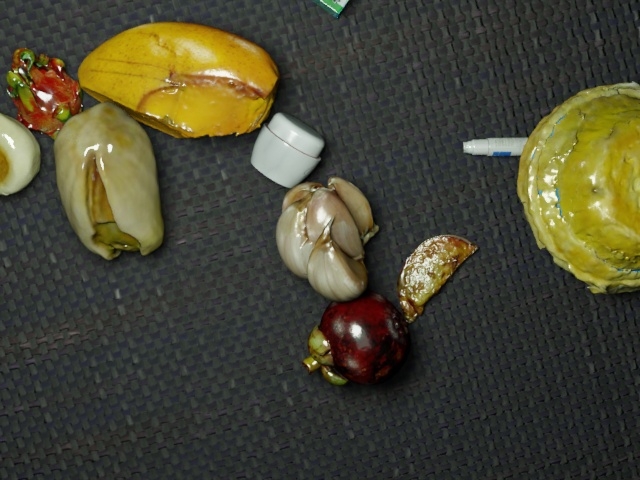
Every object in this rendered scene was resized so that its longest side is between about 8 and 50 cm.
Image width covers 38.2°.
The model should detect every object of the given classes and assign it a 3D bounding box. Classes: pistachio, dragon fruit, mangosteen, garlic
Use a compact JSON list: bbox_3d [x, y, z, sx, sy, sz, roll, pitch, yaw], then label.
[{"bbox_3d":[-0.355,-0.100,1.570,0.166,0.197,0.288,0,128,6],"label":"pistachio"},{"bbox_3d":[-0.492,-0.257,1.601,0.138,0.175,0.142,-45,65,-7],"label":"dragon fruit"},{"bbox_3d":[0.059,0.179,1.625,0.200,0.200,0.199,0,96,-2],"label":"mangosteen"},{"bbox_3d":[0.000,0.000,1.583,0.160,0.214,0.191,-10,139,31],"label":"garlic"}]

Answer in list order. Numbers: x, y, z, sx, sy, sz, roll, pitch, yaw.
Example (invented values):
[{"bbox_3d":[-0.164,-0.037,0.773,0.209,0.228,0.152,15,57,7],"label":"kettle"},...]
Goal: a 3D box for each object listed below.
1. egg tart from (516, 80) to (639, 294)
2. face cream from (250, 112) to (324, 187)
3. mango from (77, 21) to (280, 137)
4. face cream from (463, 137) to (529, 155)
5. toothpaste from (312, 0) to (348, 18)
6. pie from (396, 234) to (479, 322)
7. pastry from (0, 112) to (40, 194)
[{"bbox_3d":[0.540,-0.091,1.610,0.388,0.169,0.387,0,91,-11],"label":"egg tart"},{"bbox_3d":[-0.058,-0.158,1.614,0.117,0.117,0.104,31,103,-5],"label":"face cream"},{"bbox_3d":[-0.240,-0.266,1.575,0.350,0.201,0.199,11,55,7],"label":"mango"},{"bbox_3d":[0.321,-0.169,1.665,0.130,0.034,0.034,-1,96,-3],"label":"face cream"},{"bbox_3d":[-0.066,-0.485,1.607,0.267,0.065,0.050,34,90,-4],"label":"toothpaste"},{"bbox_3d":[0.196,0.057,1.687,0.088,0.033,0.191,41,93,-1],"label":"pie"},{"bbox_3d":[-0.557,-0.154,1.591,0.156,0.092,0.156,7,125,11],"label":"pastry"}]
